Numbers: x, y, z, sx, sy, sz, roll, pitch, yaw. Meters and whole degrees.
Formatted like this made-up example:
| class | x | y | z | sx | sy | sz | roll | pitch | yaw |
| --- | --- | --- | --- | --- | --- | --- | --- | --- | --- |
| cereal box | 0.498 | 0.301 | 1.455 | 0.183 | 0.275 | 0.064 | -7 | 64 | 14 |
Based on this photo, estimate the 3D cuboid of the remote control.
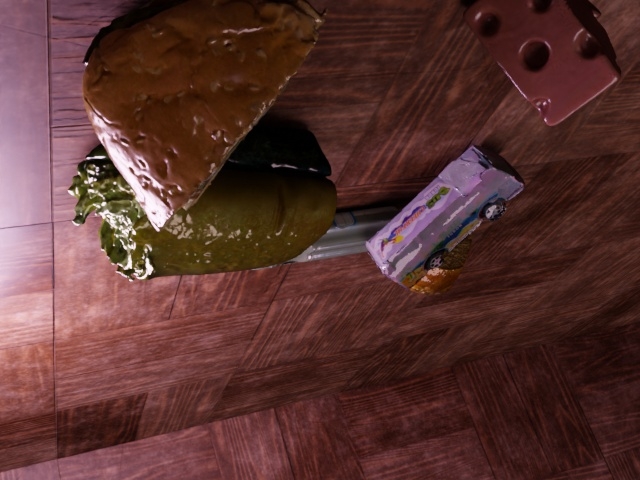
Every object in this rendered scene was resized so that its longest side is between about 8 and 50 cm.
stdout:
| class | x | y | z | sx | sy | sz | roll | pitch | yaw |
| --- | --- | --- | --- | --- | --- | --- | --- | --- | --- |
| remote control | 0.000 | 0.000 | 1.543 | 0.335 | 0.066 | 0.128 | -9 | 156 | -22 |

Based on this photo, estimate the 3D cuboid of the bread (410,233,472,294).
| class | x | y | z | sx | sy | sz | roll | pitch | yaw |
| --- | --- | --- | --- | --- | --- | --- | --- | --- | --- |
| bread | 0.250 | 0.054 | 1.757 | 0.260 | 0.134 | 0.129 | -1 | 149 | -35 |

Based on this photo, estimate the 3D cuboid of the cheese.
| class | x | y | z | sx | sy | sz | roll | pitch | yaw |
| --- | --- | --- | --- | --- | --- | --- | --- | --- | --- |
| cheese | 0.329 | -0.288 | 1.083 | 0.128 | 0.203 | 0.177 | -40 | 177 | 35 |

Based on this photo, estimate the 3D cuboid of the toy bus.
| class | x | y | z | sx | sy | sz | roll | pitch | yaw |
| --- | --- | --- | --- | --- | --- | --- | --- | --- | --- |
| toy bus | 0.237 | -0.050 | 1.499 | 0.317 | 0.112 | 0.138 | -45 | 142 | 16 |

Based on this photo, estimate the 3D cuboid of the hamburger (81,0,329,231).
| class | x | y | z | sx | sy | sz | roll | pitch | yaw |
| --- | --- | --- | --- | --- | --- | --- | --- | --- | --- |
| hamburger | -0.166 | -0.176 | 0.875 | 0.330 | 0.209 | 0.162 | -48 | -172 | 32 |

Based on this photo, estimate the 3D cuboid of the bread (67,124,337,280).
| class | x | y | z | sx | sy | sz | roll | pitch | yaw |
| --- | --- | --- | --- | --- | --- | --- | --- | --- | --- |
| bread | -0.154 | -0.055 | 1.164 | 0.376 | 0.208 | 0.251 | -3 | 156 | -40 |
